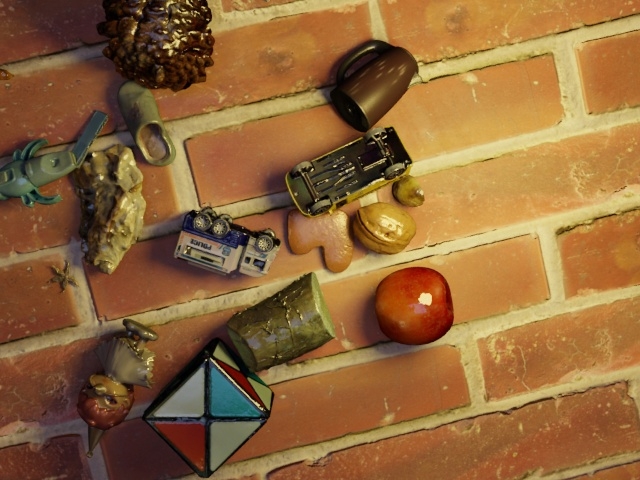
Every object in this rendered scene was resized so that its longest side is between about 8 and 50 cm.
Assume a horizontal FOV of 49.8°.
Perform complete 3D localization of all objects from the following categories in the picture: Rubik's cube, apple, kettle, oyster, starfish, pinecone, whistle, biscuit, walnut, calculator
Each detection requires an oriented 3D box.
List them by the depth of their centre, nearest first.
[{"bbox_3d":[-0.419,-0.544,1.770,0.298,0.242,0.296,8,93,-25],"label":"pinecone"},{"bbox_3d":[-0.784,-0.174,1.846,0.273,0.093,0.186,-18,77,5],"label":"whistle"},{"bbox_3d":[-0.295,0.444,1.864,0.246,0.248,0.250,-45,95,0],"label":"Rubik's cube"},{"bbox_3d":[0.143,-0.432,1.871,0.232,0.144,0.202,-42,64,-14],"label":"kettle"},{"bbox_3d":[-0.575,-0.083,1.873,0.201,0.107,0.355,-4,95,1],"label":"oyster"},{"bbox_3d":[-0.634,-0.274,1.874,0.057,0.018,0.172,26,85,28],"label":"calculator"},{"bbox_3d":[0.260,0.179,1.892,0.201,0.218,0.219,-5,96,22],"label":"apple"},{"bbox_3d":[0.173,-0.034,1.908,0.180,0.144,0.144,27,93,-14],"label":"walnut"},{"bbox_3d":[-0.711,0.100,1.924,0.086,0.016,0.092,14,91,-7],"label":"starfish"},{"bbox_3d":[0.000,0.000,1.949,0.192,0.036,0.186,0,96,-3],"label":"biscuit"}]

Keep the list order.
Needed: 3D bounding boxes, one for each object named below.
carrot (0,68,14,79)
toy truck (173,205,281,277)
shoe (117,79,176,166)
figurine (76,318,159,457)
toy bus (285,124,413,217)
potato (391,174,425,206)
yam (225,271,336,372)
[{"bbox_3d":[-0.948,-0.465,1.841,0.247,0.059,0.059,15,94,-7],"label":"carrot"},{"bbox_3d":[-0.251,0.018,1.893,0.267,0.124,0.156,20,101,-3],"label":"toy truck"},{"bbox_3d":[-0.473,-0.317,1.860,0.103,0.100,0.251,-26,99,0],"label":"shoe"},{"bbox_3d":[-0.577,0.403,1.885,0.207,0.166,0.387,29,90,11],"label":"figurine"},{"bbox_3d":[0.078,-0.173,1.874,0.331,0.151,0.145,-25,76,-2],"label":"toy bus"},{"bbox_3d":[0.244,-0.134,1.919,0.066,0.103,0.096,-23,95,-4],"label":"potato"},{"bbox_3d":[-0.107,0.234,1.891,0.271,0.201,0.203,-24,95,5],"label":"yam"}]
